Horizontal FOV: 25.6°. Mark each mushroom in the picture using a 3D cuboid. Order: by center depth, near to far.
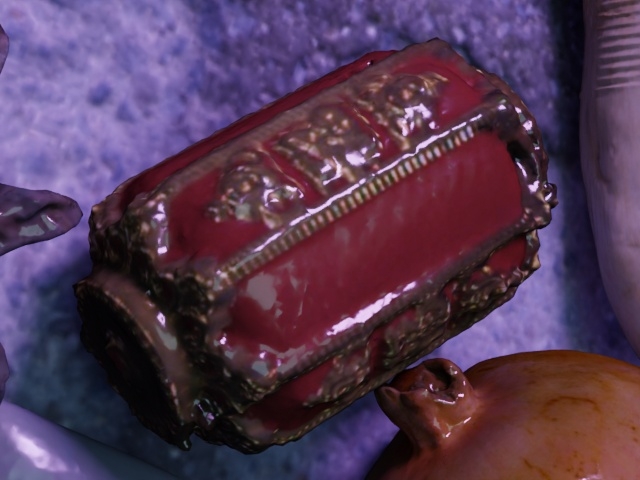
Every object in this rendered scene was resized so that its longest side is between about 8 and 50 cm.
[{"bbox_3d":[0.226,-0.060,0.924,0.095,0.122,0.351,-9,88,-41],"label":"mushroom"}]

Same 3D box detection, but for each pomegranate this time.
[{"bbox_3d":[0.128,0.173,0.812,0.252,0.229,0.270,-41,100,-32],"label":"pomegranate"}]

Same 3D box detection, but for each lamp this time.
[{"bbox_3d":[0.000,0.000,0.784,0.274,0.177,0.177,-31,104,-23],"label":"lamp"}]

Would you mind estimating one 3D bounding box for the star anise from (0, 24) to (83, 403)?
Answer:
[{"bbox_3d":[-0.230,-0.005,0.606,0.282,0.129,0.212,5,79,-35],"label":"star anise"}]

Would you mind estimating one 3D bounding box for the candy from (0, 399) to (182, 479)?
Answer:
[{"bbox_3d":[-0.158,0.186,0.747,0.138,0.071,0.174,29,76,-24],"label":"candy"}]
